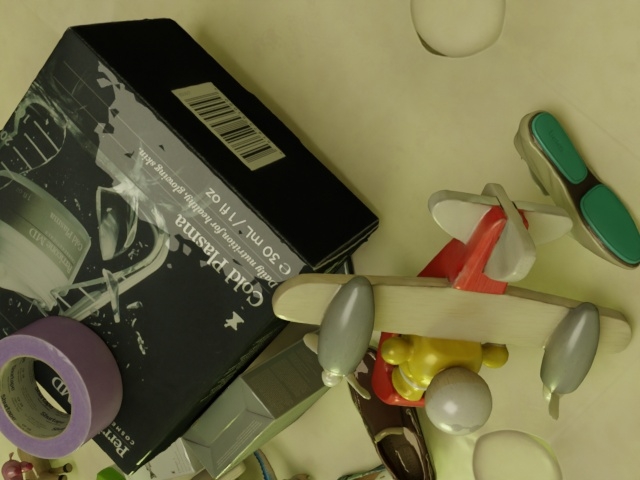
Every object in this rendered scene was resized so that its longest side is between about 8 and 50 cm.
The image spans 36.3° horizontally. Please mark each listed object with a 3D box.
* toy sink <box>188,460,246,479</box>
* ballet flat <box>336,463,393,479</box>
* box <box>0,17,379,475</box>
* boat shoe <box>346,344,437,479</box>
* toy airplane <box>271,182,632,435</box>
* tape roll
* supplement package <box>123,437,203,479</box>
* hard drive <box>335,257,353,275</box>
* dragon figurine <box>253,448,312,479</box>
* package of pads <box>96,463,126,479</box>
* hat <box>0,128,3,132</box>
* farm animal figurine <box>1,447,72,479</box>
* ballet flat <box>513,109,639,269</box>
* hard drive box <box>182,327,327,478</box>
[{"bbox_3d":[-0.199,0.493,1.712,0.234,0.153,0.131,-36,95,-7],"label":"toy sink"},{"bbox_3d":[0.090,0.409,1.606,0.188,0.070,0.070,-28,88,35],"label":"ballet flat"},{"bbox_3d":[-0.260,-0.002,1.492,0.480,0.297,0.472,44,116,6],"label":"box"},{"bbox_3d":[0.113,0.283,1.519,0.095,0.095,0.257,-28,86,7],"label":"boat shoe"},{"bbox_3d":[0.184,0.113,1.270,0.386,0.384,0.272,-16,55,21],"label":"toy airplane"},{"bbox_3d":[-0.383,0.209,1.392,0.189,0.080,0.189,6,107,21],"label":"tape roll"},{"bbox_3d":[-0.280,0.377,1.806,0.179,0.105,0.105,-22,92,35],"label":"supplement package"},{"bbox_3d":[0.000,0.000,1.569,0.094,0.022,0.135,-4,102,33],"label":"hard drive"},{"bbox_3d":[-0.057,0.483,1.684,0.289,0.085,0.144,39,101,9],"label":"dragon figurine"},{"bbox_3d":[-0.331,0.602,1.908,0.296,0.101,0.229,32,117,21],"label":"package of pads"},{"bbox_3d":[-0.502,-0.049,1.801,0.331,0.134,0.331,4,103,17],"label":"hat"},{"bbox_3d":[-0.603,0.594,2.012,0.172,0.330,0.327,-13,125,32],"label":"farm animal figurine"},{"bbox_3d":[0.340,-0.061,1.313,0.086,0.086,0.248,-35,83,34],"label":"ballet flat"},{"bbox_3d":[-0.083,0.258,1.569,0.089,0.232,0.181,49,123,11],"label":"hard drive box"}]
